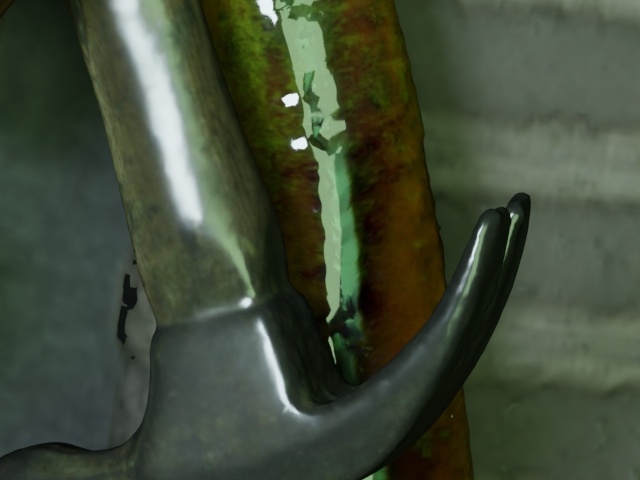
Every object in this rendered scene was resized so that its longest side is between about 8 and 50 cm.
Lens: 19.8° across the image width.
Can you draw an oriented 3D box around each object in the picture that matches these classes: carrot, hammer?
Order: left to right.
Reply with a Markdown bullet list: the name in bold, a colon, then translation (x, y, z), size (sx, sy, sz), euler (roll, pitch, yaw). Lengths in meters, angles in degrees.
- **hammer**: translation (-0.076, -0.134, 0.487), size (0.168, 0.044, 0.440), euler (-18, 92, 18)
- **carrot**: translation (0.000, 0.000, 0.539), size (0.070, 0.070, 0.260), euler (-10, 97, -8)

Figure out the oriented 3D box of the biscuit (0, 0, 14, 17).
- **biscuit**: translation (-0.121, -0.175, 0.447), size (0.278, 0.043, 0.301), euler (-6, 95, 16)
